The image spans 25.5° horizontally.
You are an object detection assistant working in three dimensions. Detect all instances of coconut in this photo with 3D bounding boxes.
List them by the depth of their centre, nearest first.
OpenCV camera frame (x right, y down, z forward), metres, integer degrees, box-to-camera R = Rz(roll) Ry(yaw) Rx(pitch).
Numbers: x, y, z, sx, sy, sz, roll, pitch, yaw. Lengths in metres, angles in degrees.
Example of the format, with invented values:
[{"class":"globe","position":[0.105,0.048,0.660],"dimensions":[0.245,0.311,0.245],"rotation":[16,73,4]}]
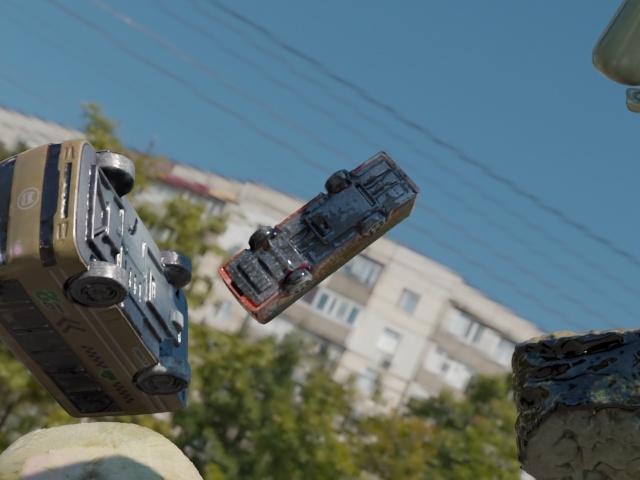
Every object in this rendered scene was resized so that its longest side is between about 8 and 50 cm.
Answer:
[{"class":"coconut","position":[-0.252,0.338,1.555],"dimensions":[0.297,0.297,0.254],"rotation":[16,-36,29]}]

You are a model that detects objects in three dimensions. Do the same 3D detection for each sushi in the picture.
[{"class":"sushi","position":[0.376,0.175,1.470],"dimensions":[0.350,0.171,0.211],"rotation":[-3,-43,16]}]

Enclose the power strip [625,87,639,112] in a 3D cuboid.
[{"class":"power strip","position":[0.268,-0.066,0.819],"dimensions":[0.175,0.075,0.042],"rotation":[12,-47,-4]}]

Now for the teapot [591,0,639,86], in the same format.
[{"class":"teapot","position":[0.340,-0.291,1.177],"dimensions":[0.149,0.318,0.220],"rotation":[-6,7,-37]}]

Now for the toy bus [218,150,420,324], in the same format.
[{"class":"toy bus","position":[0.000,0.000,1.274],"dimensions":[0.065,0.192,0.077],"rotation":[49,-14,19]}]

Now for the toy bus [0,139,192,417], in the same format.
[{"class":"toy bus","position":[-0.214,0.043,1.256],"dimensions":[0.157,0.139,0.289],"rotation":[-10,-33,10]}]
